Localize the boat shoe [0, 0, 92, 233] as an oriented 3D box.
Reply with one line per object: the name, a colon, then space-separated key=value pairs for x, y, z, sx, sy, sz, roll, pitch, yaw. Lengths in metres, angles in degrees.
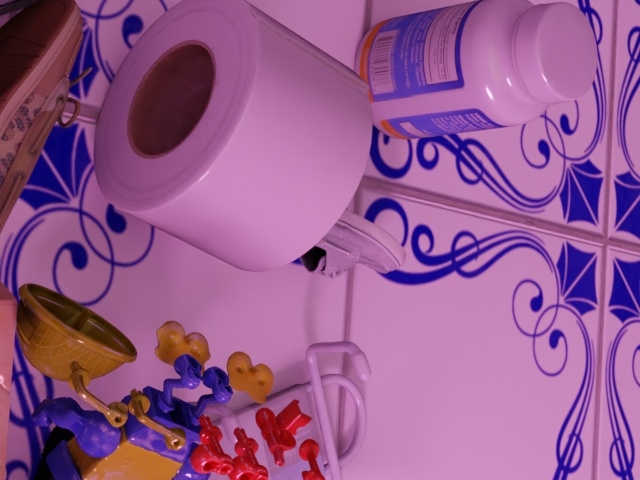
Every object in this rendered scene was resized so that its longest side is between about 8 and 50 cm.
boat shoe: x=-0.303 y=-0.105 z=1.561 sx=0.089 sy=0.104 sz=0.285 roll=43 pitch=70 yaw=-41

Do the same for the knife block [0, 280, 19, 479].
knife block: x=-0.398 y=0.103 z=1.444 sx=0.242 sy=0.088 sz=0.276 roll=0 pitch=106 yaw=-25

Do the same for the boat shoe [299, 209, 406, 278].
boat shoe: x=0.000 y=0.000 z=1.864 sx=0.227 sy=0.079 sz=0.081 roll=28 pitch=77 yaw=-34

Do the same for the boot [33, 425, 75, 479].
boot: x=-0.234 y=0.241 z=1.632 sx=0.099 sy=0.045 sz=0.121 roll=32 pitch=73 yaw=-36

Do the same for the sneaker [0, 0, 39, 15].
sneaker: x=-0.358 y=-0.247 z=1.532 sx=0.258 sy=0.094 sz=0.091 roll=-26 pitch=86 yaw=-47

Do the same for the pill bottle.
pill bottle: x=0.183 y=-0.204 z=1.912 sx=0.152 sy=0.272 sz=0.152 roll=4 pitch=85 yaw=-44

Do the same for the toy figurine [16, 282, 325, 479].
toy figurine: x=-0.184 y=0.207 z=1.527 sx=0.362 sy=0.217 sz=0.191 roll=28 pitch=24 yaw=-43

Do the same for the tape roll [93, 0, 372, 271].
tape roll: x=-0.091 y=-0.109 z=1.659 sx=0.169 sy=0.246 sz=0.246 roll=28 pitch=68 yaw=-39

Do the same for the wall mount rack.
wall mount rack: x=-0.022 y=0.286 z=1.776 sx=0.350 sy=0.130 sz=0.304 roll=-22 pitch=102 yaw=-42
